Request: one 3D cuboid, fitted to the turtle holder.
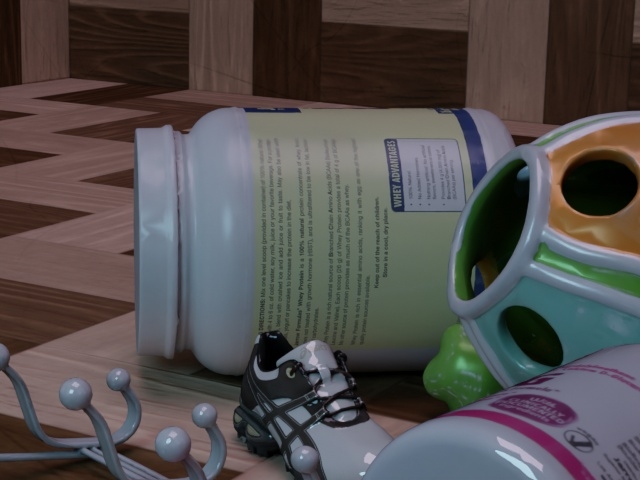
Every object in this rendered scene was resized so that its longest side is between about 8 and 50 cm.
[{"bbox_3d":[0.210,0.028,1.112,0.227,0.243,0.320,16,-8,-16],"label":"turtle holder"}]

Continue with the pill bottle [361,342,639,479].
[{"bbox_3d":[0.162,0.148,0.850,0.160,0.160,0.283,12,16,39],"label":"pill bottle"}]

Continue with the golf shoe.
[{"bbox_3d":[0.000,0.125,1.092,0.077,0.094,0.198,-7,17,-38],"label":"golf shoe"}]

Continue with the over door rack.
[{"bbox_3d":[-0.192,0.147,0.943,0.324,0.108,0.239,-10,16,-39],"label":"over door rack"}]

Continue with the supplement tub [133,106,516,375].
[{"bbox_3d":[0.000,0.000,1.317,0.325,0.235,0.235,0,13,-9],"label":"supplement tub"}]
